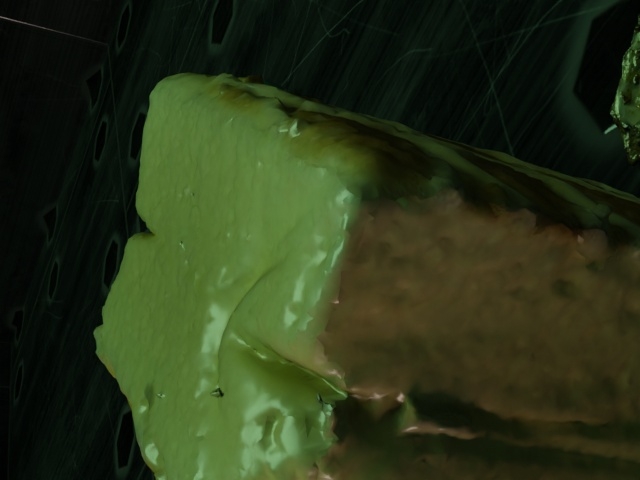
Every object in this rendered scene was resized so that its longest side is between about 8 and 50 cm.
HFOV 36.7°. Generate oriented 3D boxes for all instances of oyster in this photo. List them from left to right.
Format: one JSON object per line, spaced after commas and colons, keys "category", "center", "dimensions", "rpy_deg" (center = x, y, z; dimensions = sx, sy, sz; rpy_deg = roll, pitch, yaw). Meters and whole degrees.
{"category": "oyster", "center": [0.261, -0.130, 0.753], "dimensions": [0.086, 0.029, 0.132], "rpy_deg": [-101, 29, -50]}

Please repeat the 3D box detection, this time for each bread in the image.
{"category": "bread", "center": [0.065, 0.057, 0.696], "dimensions": [0.390, 0.371, 0.279], "rpy_deg": [38, 111, 59]}

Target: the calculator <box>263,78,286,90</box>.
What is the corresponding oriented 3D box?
{"category": "calculator", "center": [-0.141, -0.091, 1.475], "dimensions": [0.274, 0.058, 0.248], "rpy_deg": [130, 158, -56]}
